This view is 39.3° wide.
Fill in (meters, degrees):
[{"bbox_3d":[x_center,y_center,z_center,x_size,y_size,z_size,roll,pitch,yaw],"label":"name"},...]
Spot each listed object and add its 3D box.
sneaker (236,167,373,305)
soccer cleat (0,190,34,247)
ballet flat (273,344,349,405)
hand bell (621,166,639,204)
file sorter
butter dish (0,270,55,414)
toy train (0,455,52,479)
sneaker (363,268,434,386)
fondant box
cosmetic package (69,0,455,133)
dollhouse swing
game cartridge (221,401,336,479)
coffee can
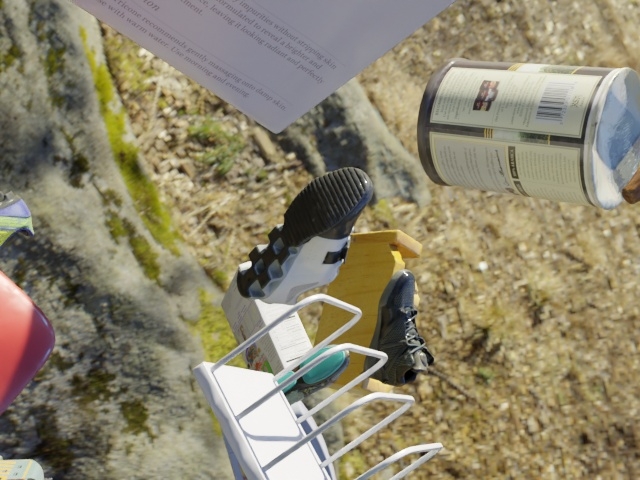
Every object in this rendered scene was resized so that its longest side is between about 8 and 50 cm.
[{"bbox_3d":[0.000,0.000,1.635,0.146,0.330,0.122,23,36,-38],"label":"sneaker"},{"bbox_3d":[-0.655,0.017,1.650,0.289,0.093,0.121,-39,118,-36],"label":"soccer cleat"},{"bbox_3d":[-0.021,0.230,1.487,0.070,0.188,0.070,48,26,-33],"label":"ballet flat"},{"bbox_3d":[0.417,-0.113,0.952,0.242,0.126,0.126,-33,98,-10],"label":"hand bell"},{"bbox_3d":[0.022,0.227,1.026,0.278,0.173,0.193,59,12,22],"label":"file sorter"},{"bbox_3d":[-0.239,0.059,0.440,0.160,0.118,0.160,42,68,-5],"label":"butter dish"},{"bbox_3d":[-0.529,0.416,1.410,0.190,0.334,0.142,2,86,-12],"label":"toy train"},{"bbox_3d":[0.167,0.174,1.705,0.087,0.130,0.228,6,100,-51],"label":"sneaker"},{"bbox_3d":[-0.128,0.241,2.242,0.096,0.238,0.330,-15,68,-25],"label":"fondant box"},{"bbox_3d":[0.028,-0.265,0.580,0.217,0.385,0.156,31,37,-42],"label":"cosmetic package"},{"bbox_3d":[0.171,0.194,2.050,0.305,0.315,0.347,22,76,-29],"label":"dollhouse swing"},{"bbox_3d":[-0.071,0.485,1.824,0.062,0.198,0.297,-47,122,-79],"label":"game cartridge"},{"bbox_3d":[0.312,-0.162,1.331,0.201,0.275,0.202,-19,115,-49],"label":"coffee can"}]
